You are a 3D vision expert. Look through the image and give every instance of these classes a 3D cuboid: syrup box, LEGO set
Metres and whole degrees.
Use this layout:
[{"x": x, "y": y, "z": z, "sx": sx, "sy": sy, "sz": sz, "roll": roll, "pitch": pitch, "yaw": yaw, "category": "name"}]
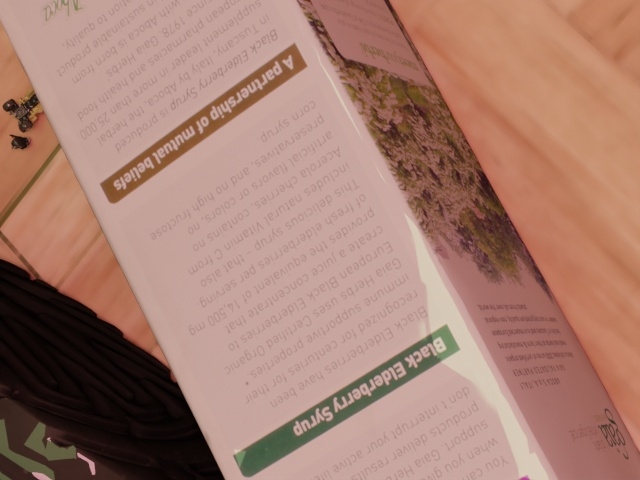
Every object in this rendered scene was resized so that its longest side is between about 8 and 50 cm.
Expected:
[{"x": 0.000, "y": 0.000, "z": 0.539, "sx": 0.096, "sy": 0.093, "sz": 0.237, "roll": -32, "pitch": 75, "yaw": 21, "category": "syrup box"}, {"x": -0.137, "y": -0.063, "z": 0.651, "sx": 0.083, "sy": 0.023, "sz": 0.054, "roll": 43, "pitch": 108, "yaw": 7, "category": "LEGO set"}]

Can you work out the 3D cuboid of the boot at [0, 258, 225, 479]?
[{"x": -0.200, "y": 0.115, "z": 0.612, "sx": 0.348, "sy": 0.131, "sz": 0.260, "roll": 26, "pitch": 97, "yaw": 29, "category": "boot"}]
